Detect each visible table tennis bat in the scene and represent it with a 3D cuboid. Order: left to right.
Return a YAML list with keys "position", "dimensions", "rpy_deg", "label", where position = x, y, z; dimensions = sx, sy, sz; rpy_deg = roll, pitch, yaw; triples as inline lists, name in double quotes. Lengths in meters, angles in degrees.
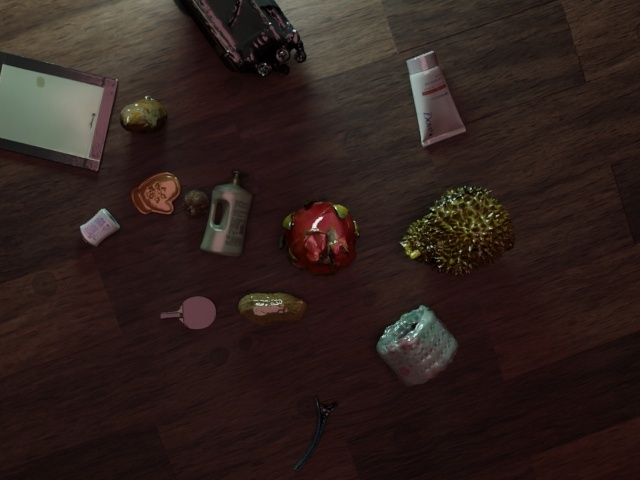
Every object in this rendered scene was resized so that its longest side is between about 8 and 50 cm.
- position: [-0.373, 0.207, 1.852]
  dimensions: [0.157, 0.014, 0.095]
  rpy_deg: [-4, 95, -6]
  label: "table tennis bat"

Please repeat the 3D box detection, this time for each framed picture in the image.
- position: [-0.749, -0.353, 1.792]
  dimensions: [0.346, 0.016, 0.265]
  rpy_deg: [12, 92, -4]
  label: "framed picture"

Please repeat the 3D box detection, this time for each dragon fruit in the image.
- position: [-0.002, -0.003, 1.768]
  dimensions: [0.223, 0.227, 0.224]
  rpy_deg: [0, 92, 4]
  label: "dragon fruit"

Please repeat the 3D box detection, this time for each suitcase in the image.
- position: [-0.229, -0.612, 1.687]
  dimensions: [0.194, 0.283, 0.434]
  rpy_deg: [-32, 97, 16]
  label: "suitcase"

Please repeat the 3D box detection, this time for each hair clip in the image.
- position: [-0.020, 0.567, 1.887]
  dimensions: [0.070, 0.039, 0.230]
  rpy_deg: [20, 93, -6]
  label: "hair clip"

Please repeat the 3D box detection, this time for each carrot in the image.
- position: [-0.471, -0.315, 1.695]
  dimensions: [0.101, 0.263, 0.102]
  rpy_deg: [0, 104, 0]
  label: "carrot"

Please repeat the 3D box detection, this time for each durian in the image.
- position: [-0.344, -0.099, 1.800]
  dimensions: [0.080, 0.091, 0.080]
  rpy_deg: [4, 108, 14]
  label: "durian"
- position: [0.376, -0.016, 1.782]
  dimensions: [0.292, 0.258, 0.258]
  rpy_deg: [-29, 96, 27]
  label: "durian"

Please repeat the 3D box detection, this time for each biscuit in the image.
- position: [-0.449, -0.123, 1.823]
  dimensions: [0.140, 0.023, 0.118]
  rpy_deg: [-37, 95, -2]
  label: "biscuit"

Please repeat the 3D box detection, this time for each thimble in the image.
- position: [0.274, 0.289, 1.827]
  dimensions: [0.149, 0.185, 0.211]
  rpy_deg: [52, 55, -7]
  label: "thimble"

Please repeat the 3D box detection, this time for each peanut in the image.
- position: [-0.134, 0.194, 1.833]
  dimensions: [0.194, 0.083, 0.094]
  rpy_deg: [4, 94, -5]
  label: "peanut"

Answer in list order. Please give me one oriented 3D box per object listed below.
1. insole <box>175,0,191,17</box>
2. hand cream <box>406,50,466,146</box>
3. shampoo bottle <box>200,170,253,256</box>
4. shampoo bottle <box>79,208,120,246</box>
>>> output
- position: [-0.386, -0.724, 1.801]
  dimensions: [0.080, 0.003, 0.232]
  rpy_deg: [-21, 94, -3]
  label: "insole"
- position: [0.312, -0.398, 1.840]
  dimensions: [0.133, 0.083, 0.248]
  rpy_deg: [-22, 104, 0]
  label: "hand cream"
- position: [-0.252, -0.078, 1.805]
  dimensions: [0.118, 0.087, 0.235]
  rpy_deg: [11, 92, -22]
  label: "shampoo bottle"
- position: [-0.614, -0.031, 1.806]
  dimensions: [0.099, 0.043, 0.072]
  rpy_deg: [-39, 95, 0]
  label: "shampoo bottle"
